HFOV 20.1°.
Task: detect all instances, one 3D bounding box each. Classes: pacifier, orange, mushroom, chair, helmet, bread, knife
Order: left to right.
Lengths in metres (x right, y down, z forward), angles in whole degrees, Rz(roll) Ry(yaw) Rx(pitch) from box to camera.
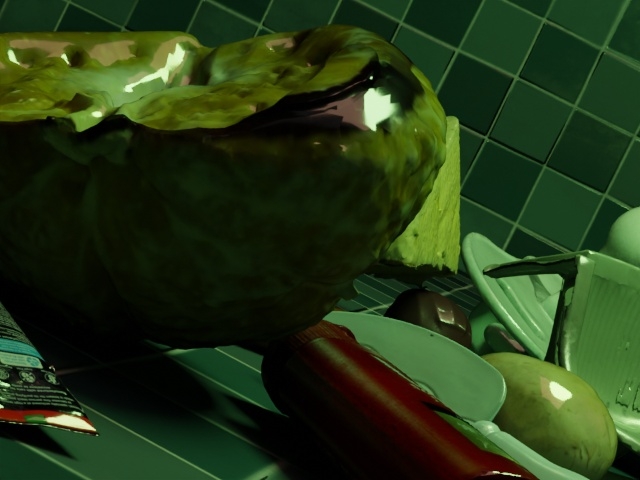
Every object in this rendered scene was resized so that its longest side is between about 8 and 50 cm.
[{"bbox_3d":[-0.094,-0.039,1.203,0.368,0.210,0.271,2,25,17],"label":"orange"},{"bbox_3d":[0.000,0.000,1.851,0.263,0.198,0.236,2,28,17],"label":"bread"},{"bbox_3d":[0.117,0.092,1.888,0.098,0.070,0.123,24,4,-27],"label":"helmet"},{"bbox_3d":[0.095,0.117,1.223,0.331,0.080,0.044,45,-13,48],"label":"knife"},{"bbox_3d":[0.142,0.138,1.290,0.148,0.112,0.148,24,3,-1],"label":"mushroom"},{"bbox_3d":[0.314,0.076,2.040,0.343,0.269,0.288,13,38,-56],"label":"pacifier"},{"bbox_3d":[0.254,0.115,1.527,0.203,0.191,0.274,23,-17,-14],"label":"chair"}]

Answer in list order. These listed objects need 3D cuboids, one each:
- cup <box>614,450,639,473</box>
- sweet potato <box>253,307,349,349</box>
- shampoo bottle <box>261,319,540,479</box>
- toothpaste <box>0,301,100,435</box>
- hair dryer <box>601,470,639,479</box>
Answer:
[{"bbox_3d":[0.311,0.183,1.848,0.138,0.150,0.113,25,46,5],"label":"cup"},{"bbox_3d":[-0.024,0.071,1.479,0.264,0.057,0.057,20,8,-41],"label":"sweet potato"},{"bbox_3d":[0.050,0.127,1.109,0.118,0.076,0.314,33,1,-27],"label":"shampoo bottle"},{"bbox_3d":[-0.184,0.050,0.947,0.071,0.045,0.193,12,19,-38],"label":"toothpaste"},{"bbox_3d":[0.308,0.240,1.399,0.219,0.088,0.225,25,-10,30],"label":"hair dryer"}]
